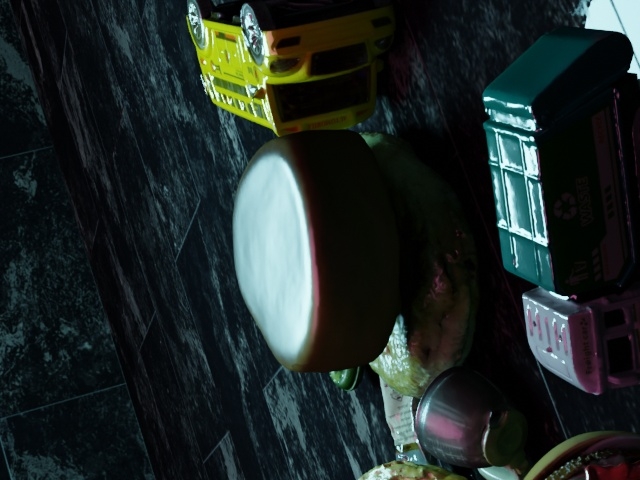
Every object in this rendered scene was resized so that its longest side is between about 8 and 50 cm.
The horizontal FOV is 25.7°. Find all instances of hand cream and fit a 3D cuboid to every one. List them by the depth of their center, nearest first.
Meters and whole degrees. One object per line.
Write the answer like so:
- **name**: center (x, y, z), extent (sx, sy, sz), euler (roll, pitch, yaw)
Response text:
- **hand cream**: center (0.113, 0.236, 1.516), extent (0.075, 0.052, 0.247), euler (-24, 80, 49)

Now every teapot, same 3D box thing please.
- **teapot**: center (0.159, 0.180, 1.324), extent (0.091, 0.124, 0.092), euler (23, 86, 49)

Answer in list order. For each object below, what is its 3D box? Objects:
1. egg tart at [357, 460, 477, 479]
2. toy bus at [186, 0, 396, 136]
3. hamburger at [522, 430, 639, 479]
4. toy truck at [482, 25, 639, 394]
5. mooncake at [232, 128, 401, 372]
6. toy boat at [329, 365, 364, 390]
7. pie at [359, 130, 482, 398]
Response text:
- **egg tart**: center (0.121, 0.317, 1.433), extent (0.213, 0.090, 0.212), euler (8, 103, 35)
- **toy bus**: center (-0.034, -0.196, 1.474), extent (0.330, 0.144, 0.152), euler (-149, 47, -67)
- **hamburger**: center (0.217, 0.221, 1.037), extent (0.137, 0.175, 0.175), euler (-114, 15, -70)
- **toy truck**: center (0.192, -0.021, 0.974), extent (0.114, 0.124, 0.253), euler (-148, 48, -68)
- **mooncake**: center (0.000, 0.000, 1.346), extent (0.235, 0.117, 0.234), euler (178, 90, -68)
- **toy boat**: center (0.023, 0.081, 1.670), extent (0.104, 0.052, 0.210), euler (-146, 45, -61)
- **pie**: center (0.084, 0.023, 1.419), extent (0.277, 0.079, 0.276), euler (172, 90, -72)
